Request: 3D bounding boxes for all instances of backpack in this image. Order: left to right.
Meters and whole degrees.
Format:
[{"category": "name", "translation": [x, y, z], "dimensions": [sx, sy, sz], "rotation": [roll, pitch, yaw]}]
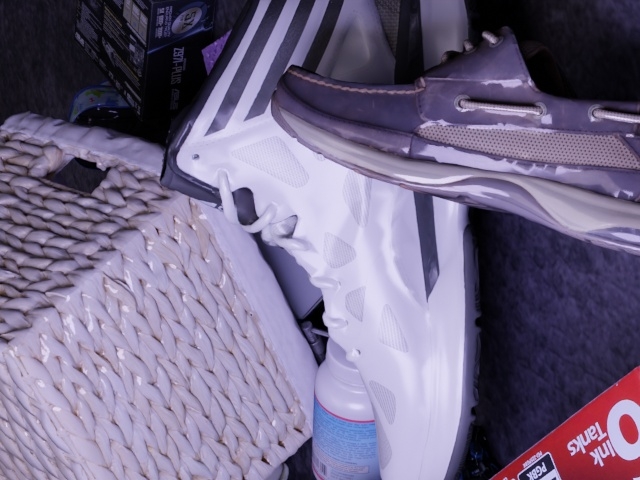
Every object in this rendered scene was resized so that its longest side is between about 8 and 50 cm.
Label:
[{"category": "backpack", "translation": [-0.221, -0.128, 2.168], "dimensions": [0.084, 0.114, 0.105], "rotation": [-104, 18, -50]}]

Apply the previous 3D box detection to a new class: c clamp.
[{"category": "c clamp", "translation": [-0.006, 0.129, 1.908], "dimensions": [0.137, 0.022, 0.161], "rotation": [23, 147, 34]}]

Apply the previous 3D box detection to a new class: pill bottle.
[{"category": "pill bottle", "translation": [0.037, 0.156, 1.813], "dimensions": [0.087, 0.087, 0.160], "rotation": [50, 149, 42]}]

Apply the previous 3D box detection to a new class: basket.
[{"category": "basket", "translation": [-0.217, 0.097, 1.867], "dimensions": [0.328, 0.266, 0.331], "rotation": [17, 144, 47]}]

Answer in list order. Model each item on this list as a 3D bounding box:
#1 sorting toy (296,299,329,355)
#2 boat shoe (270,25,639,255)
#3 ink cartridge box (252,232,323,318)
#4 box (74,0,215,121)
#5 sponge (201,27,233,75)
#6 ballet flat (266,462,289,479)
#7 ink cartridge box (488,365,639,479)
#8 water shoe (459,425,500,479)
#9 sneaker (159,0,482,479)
[{"category": "sorting toy", "translation": [-0.014, 0.082, 1.958], "dimensions": [0.102, 0.042, 0.061], "rotation": [43, 154, 30]}, {"category": "boat shoe", "translation": [0.137, -0.083, 1.421], "dimensions": [0.355, 0.132, 0.130], "rotation": [17, 93, 20]}, {"category": "ink cartridge box", "translation": [-0.079, 0.007, 1.930], "dimensions": [0.175, 0.072, 0.127], "rotation": [0, 132, 56]}, {"category": "box", "translation": [-0.190, -0.239, 2.102], "dimensions": [0.180, 0.077, 0.147], "rotation": [48, 141, 43]}, {"category": "sponge", "translation": [-0.063, -0.109, 1.967], "dimensions": [0.117, 0.031, 0.210], "rotation": [-19, 85, 63]}, {"category": "ballet flat", "translation": [-0.053, 0.301, 2.053], "dimensions": [0.409, 0.147, 0.147], "rotation": [38, 133, 47]}, {"category": "ink cartridge box", "translation": [0.235, 0.268, 1.403], "dimensions": [0.309, 0.130, 0.272], "rotation": [-47, 60, 44]}, {"category": "water shoe", "translation": [0.121, 0.202, 1.710], "dimensions": [0.203, 0.073, 0.080], "rotation": [30, 123, 54]}, {"category": "sneaker", "translation": [0.000, -0.001, 1.613], "dimensions": [0.169, 0.257, 0.448], "rotation": [-92, 0, -79]}]
